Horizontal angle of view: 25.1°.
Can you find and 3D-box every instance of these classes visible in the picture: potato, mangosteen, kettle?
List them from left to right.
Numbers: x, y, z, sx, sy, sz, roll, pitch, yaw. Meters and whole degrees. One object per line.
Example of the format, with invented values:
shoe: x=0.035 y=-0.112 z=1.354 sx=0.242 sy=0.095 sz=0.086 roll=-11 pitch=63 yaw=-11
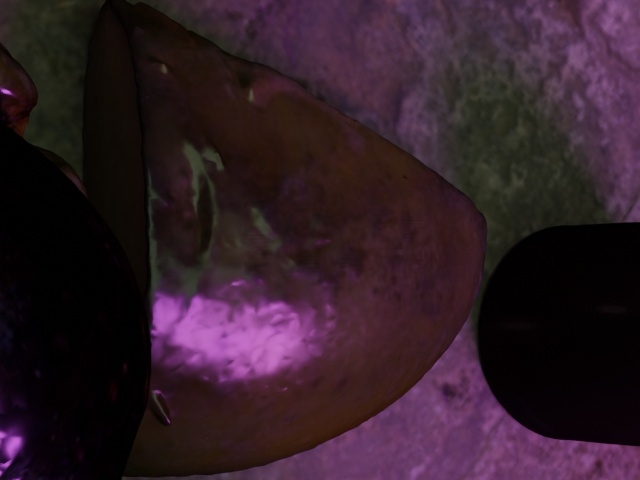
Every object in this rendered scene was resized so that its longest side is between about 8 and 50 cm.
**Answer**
mangosteen: x=-0.207 y=0.035 z=0.632 sx=0.288 sy=0.288 sz=0.288 roll=1 pitch=87 yaw=-27
potato: x=0.000 y=0.000 z=0.825 sx=0.255 sy=0.112 sz=0.269 roll=1 pitch=89 yaw=-28
kettle: x=0.231 y=0.075 z=0.867 sx=0.202 sy=0.232 sz=0.144 roll=48 pitch=70 yaw=-18
